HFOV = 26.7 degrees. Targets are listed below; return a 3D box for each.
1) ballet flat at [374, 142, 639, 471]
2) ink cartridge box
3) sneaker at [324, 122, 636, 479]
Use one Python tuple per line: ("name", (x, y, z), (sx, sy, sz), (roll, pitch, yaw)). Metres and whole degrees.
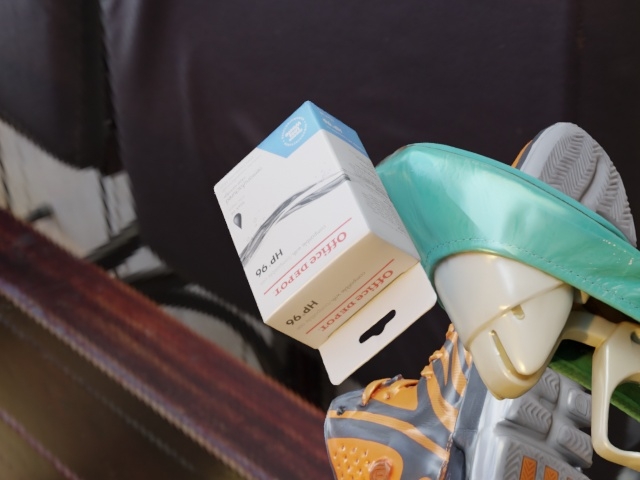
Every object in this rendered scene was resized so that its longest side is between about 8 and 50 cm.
("ballet flat", (0.120, 0.043, 0.577), (0.247, 0.087, 0.083), (28, 148, 5))
("ink cartridge box", (0.000, 0.000, 0.442), (0.048, 0.028, 0.083), (-42, 45, 19))
("sneaker", (0.092, 0.074, 0.879), (0.125, 0.321, 0.180), (35, 149, -30))
